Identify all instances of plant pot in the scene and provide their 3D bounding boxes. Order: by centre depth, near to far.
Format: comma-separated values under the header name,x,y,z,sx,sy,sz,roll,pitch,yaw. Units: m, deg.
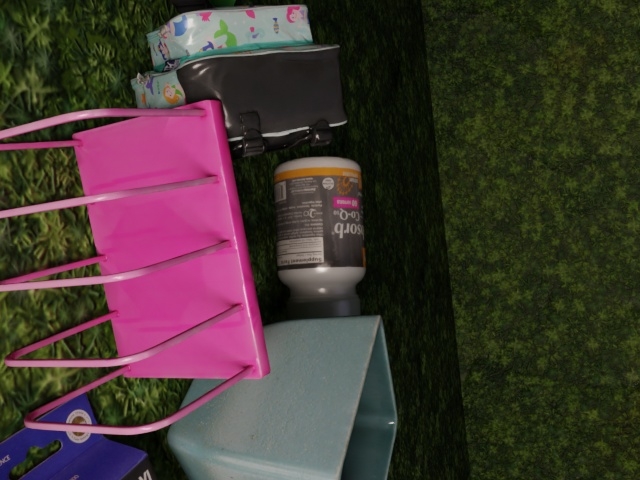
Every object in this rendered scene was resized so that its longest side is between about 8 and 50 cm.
name,x,y,z,sx,sy,sz,roll,pitch,yaw
plant pot,-0.049,0.256,0.864,0.247,0.252,0.248,-68,154,-45

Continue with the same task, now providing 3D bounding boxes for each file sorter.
name,x,y,z,sx,sy,sz,roll,pitch,yaw
file sorter,-0.204,0.024,0.642,0.182,0.202,0.290,-21,103,-60

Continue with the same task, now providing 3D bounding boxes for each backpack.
name,x,y,z,sx,sy,sz,roll,pitch,yaw
backpack,-0.117,-0.186,0.814,0.225,0.253,0.191,-16,96,-31

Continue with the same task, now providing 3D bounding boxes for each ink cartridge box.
name,x,y,z,sx,sy,sz,roll,pitch,yaw
ink cartridge box,-0.211,0.352,0.652,0.371,0.069,0.176,68,26,-5

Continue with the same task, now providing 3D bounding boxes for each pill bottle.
name,x,y,z,sx,sy,sz,roll,pitch,yaw
pill bottle,0.000,0.000,1.159,0.162,0.162,0.278,8,78,-66

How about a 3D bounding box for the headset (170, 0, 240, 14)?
name,x,y,z,sx,sy,sz,roll,pitch,yaw
headset,-0.159,-0.469,0.859,0.394,0.185,0.243,64,29,-62
